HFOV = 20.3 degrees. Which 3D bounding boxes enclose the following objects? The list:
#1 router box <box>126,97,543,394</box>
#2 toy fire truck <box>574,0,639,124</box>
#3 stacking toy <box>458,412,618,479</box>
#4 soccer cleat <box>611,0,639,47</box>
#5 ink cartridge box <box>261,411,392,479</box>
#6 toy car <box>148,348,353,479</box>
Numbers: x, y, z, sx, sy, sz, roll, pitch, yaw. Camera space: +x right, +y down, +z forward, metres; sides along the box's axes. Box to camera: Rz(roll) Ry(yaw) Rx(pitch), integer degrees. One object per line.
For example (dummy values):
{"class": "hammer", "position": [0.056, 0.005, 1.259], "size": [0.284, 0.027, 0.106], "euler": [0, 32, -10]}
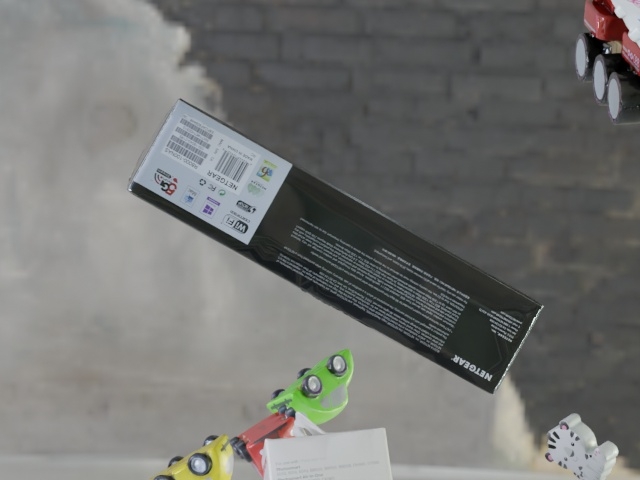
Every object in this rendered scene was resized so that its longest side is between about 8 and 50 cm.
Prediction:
{"class": "router box", "position": [0.000, 0.000, 1.395], "size": [0.309, 0.081, 0.243], "euler": [30, 180, -6]}
{"class": "toy fire truck", "position": [0.339, -0.266, 1.922], "size": [0.159, 0.246, 0.217], "euler": [-2, -156, -6]}
{"class": "stacking toy", "position": [0.119, 0.238, 1.301], "size": [0.052, 0.221, 0.167], "euler": [38, -144, 26]}
{"class": "soccer cleat", "position": [0.278, -0.166, 1.379], "size": [0.331, 0.143, 0.116], "euler": [40, -136, 5]}
{"class": "ink cartridge box", "position": [0.007, 0.200, 1.309], "size": [0.090, 0.143, 0.092], "euler": [-5, 164, -6]}
{"class": "toy car", "position": [-0.038, 0.176, 1.689], "size": [0.225, 0.053, 0.239], "euler": [-36, -175, -41]}
